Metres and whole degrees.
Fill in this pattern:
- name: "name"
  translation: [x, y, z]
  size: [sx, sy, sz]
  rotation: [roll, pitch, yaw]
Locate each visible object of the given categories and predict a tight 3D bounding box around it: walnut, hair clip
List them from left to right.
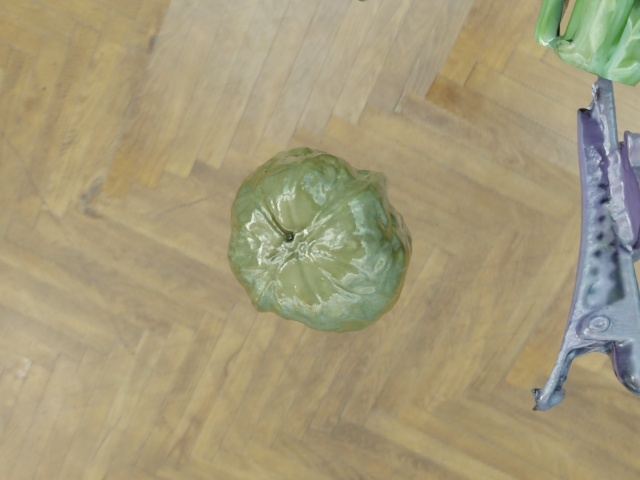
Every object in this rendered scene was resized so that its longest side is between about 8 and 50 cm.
- name: "walnut"
  translation: [-0.002, -0.001, 1.391]
  size: [0.282, 0.277, 0.253]
  rotation: [20, 94, 5]
- name: "hair clip"
  translation: [0.238, 0.009, 0.765]
  size: [0.090, 0.137, 0.279]
  rotation: [8, 76, 17]

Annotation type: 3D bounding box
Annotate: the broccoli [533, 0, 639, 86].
- name: "broccoli"
  translation: [0.267, -0.251, 0.695]
  size: [0.307, 0.308, 0.275]
  rotation: [28, 109, -3]
